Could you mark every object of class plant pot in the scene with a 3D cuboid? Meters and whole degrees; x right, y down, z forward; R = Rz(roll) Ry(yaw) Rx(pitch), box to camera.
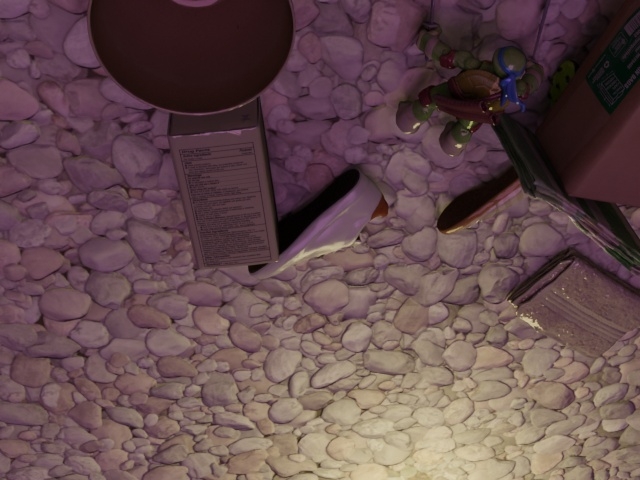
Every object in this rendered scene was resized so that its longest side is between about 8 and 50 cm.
[{"bbox_3d":[-0.182,-0.350,1.461,0.284,0.191,0.284,-3,132,-4],"label":"plant pot"}]

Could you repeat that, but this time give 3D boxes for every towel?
[{"bbox_3d":[0.422,-0.080,1.725,0.324,0.248,0.038,30,118,-29],"label":"towel"},{"bbox_3d":[0.532,0.134,2.062,0.282,0.049,0.187,28,125,-27],"label":"towel"}]

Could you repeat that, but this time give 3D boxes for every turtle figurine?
[{"bbox_3d":[0.246,-0.275,1.632,0.197,0.275,0.266,-6,157,-30],"label":"turtle figurine"}]

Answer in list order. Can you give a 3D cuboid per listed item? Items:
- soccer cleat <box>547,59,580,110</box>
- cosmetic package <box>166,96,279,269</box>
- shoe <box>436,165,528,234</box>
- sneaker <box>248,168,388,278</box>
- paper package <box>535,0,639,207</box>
[{"bbox_3d":[0.423,-0.232,1.723,0.072,0.060,0.179,-14,137,-12],"label":"soccer cleat"},{"bbox_3d":[-0.158,-0.103,1.728,0.153,0.129,0.296,-4,133,0],"label":"cosmetic package"},{"bbox_3d":[0.310,-0.068,1.839,0.219,0.077,0.058,-34,122,20],"label":"shoe"},{"bbox_3d":[0.000,0.000,1.850,0.290,0.106,0.123,-35,123,22],"label":"sneaker"},{"bbox_3d":[0.556,-0.214,1.629,0.309,0.168,0.325,6,133,-31],"label":"paper package"}]
